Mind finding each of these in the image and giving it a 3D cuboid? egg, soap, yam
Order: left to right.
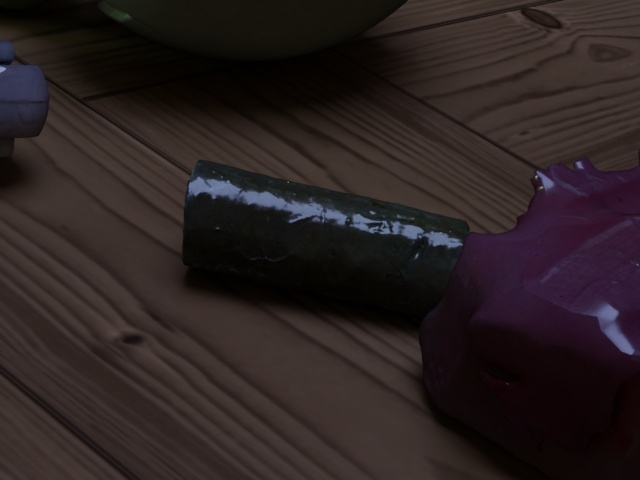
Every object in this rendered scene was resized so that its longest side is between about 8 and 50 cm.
[{"bbox_3d":[-0.053,-0.268,1.344,0.278,0.278,0.336,29,27,28],"label":"egg"},{"bbox_3d":[0.000,0.000,1.103,0.169,0.068,0.068,14,28,-5],"label":"yam"},{"bbox_3d":[0.217,0.045,1.051,0.220,0.127,0.325,33,34,34],"label":"soap"}]

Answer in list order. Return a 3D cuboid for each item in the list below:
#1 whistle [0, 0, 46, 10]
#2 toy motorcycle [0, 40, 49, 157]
[{"bbox_3d":[-0.281,-0.225,1.378,0.227,0.085,0.105,12,19,-1],"label":"whistle"},{"bbox_3d":[-0.292,-0.086,1.122,0.254,0.112,0.112,-2,31,-23],"label":"toy motorcycle"}]
